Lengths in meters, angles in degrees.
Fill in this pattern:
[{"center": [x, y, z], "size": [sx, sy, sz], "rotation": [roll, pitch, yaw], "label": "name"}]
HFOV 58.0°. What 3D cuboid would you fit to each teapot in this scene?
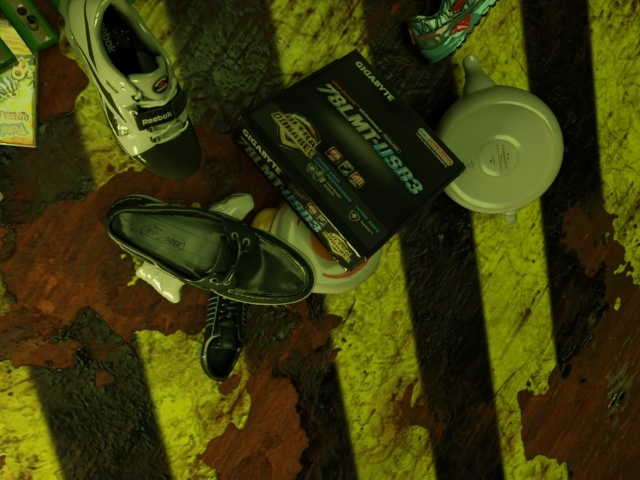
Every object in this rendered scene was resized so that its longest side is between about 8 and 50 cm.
[{"center": [0.333, -0.181, 1.113], "size": [0.253, 0.187, 0.256], "rotation": [26, 116, -3], "label": "teapot"}]

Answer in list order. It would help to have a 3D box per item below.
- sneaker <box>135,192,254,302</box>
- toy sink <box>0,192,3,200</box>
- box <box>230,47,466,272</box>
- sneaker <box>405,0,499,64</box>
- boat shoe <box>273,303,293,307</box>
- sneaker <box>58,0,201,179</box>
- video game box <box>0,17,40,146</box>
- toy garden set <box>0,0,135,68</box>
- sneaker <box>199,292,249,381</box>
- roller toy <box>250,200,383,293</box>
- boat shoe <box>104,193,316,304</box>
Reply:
[{"center": [-0.193, 0.014, 0.989], "size": [0.232, 0.090, 0.115], "rotation": [-40, 102, -1], "label": "sneaker"}, {"center": [-0.570, -0.056, 0.804], "size": [0.152, 0.234, 0.131], "rotation": [51, 50, -18], "label": "toy sink"}, {"center": [0.055, -0.145, 0.964], "size": [0.293, 0.073, 0.295], "rotation": [-39, 87, -31], "label": "box"}, {"center": [0.260, -0.464, 1.078], "size": [0.125, 0.104, 0.261], "rotation": [39, 84, -19], "label": "sneaker"}, {"center": [-0.090, 0.079, 1.045], "size": [0.125, 0.038, 0.046], "rotation": [58, 44, -34], "label": "boat shoe"}, {"center": [-0.266, -0.218, 0.870], "size": [0.122, 0.146, 0.330], "rotation": [-41, 129, -19], "label": "sneaker"}, {"center": [-0.528, -0.239, 0.851], "size": [0.205, 0.048, 0.187], "rotation": [2, 100, -21], "label": "video game box"}, {"center": [-0.431, -0.390, 0.835], "size": [0.244, 0.049, 0.203], "rotation": [-38, 97, -21], "label": "toy garden set"}, {"center": [-0.161, 0.134, 1.020], "size": [0.081, 0.090, 0.232], "rotation": [8, 96, -21], "label": "sneaker"}, {"center": [0.000, 0.000, 1.029], "size": [0.209, 0.146, 0.191], "rotation": [-28, 96, -18], "label": "roller toy"}, {"center": [-0.167, 0.017, 0.881], "size": [0.340, 0.113, 0.127], "rotation": [26, 92, -3], "label": "boat shoe"}]
